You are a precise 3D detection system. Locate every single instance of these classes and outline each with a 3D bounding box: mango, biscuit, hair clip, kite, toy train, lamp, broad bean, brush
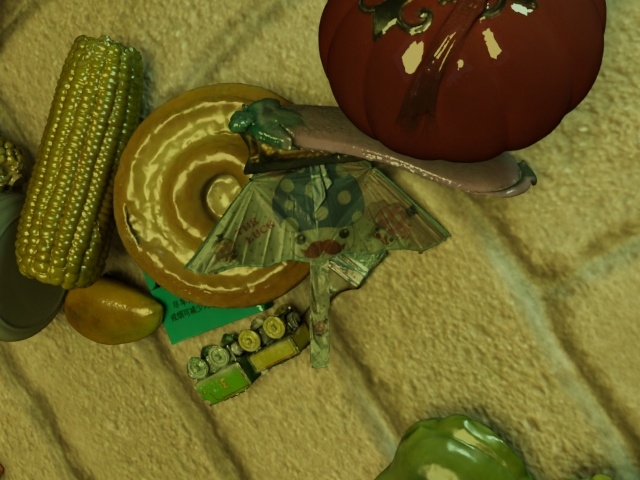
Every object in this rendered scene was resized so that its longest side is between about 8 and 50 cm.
[{"bbox_3d":[-0.301,0.102,1.215,0.187,0.066,0.101,5,107,29],"label":"mango"},{"bbox_3d":[-0.121,-0.057,1.081,0.296,0.102,0.296,0,92,3],"label":"biscuit"},{"bbox_3d":[0.074,-0.108,0.992,0.359,0.110,0.095,4,93,-2],"label":"hair clip"},{"bbox_3d":[0.000,0.000,1.033,0.335,0.011,0.314,-5,92,-9],"label":"kite"},{"bbox_3d":[-0.097,0.157,1.151,0.202,0.060,0.081,-30,95,29],"label":"toy train"},{"bbox_3d":[0.146,-0.224,0.898,0.303,0.257,0.303,-8,56,12],"label":"lamp"},{"bbox_3d":[0.168,0.358,1.055,0.238,0.119,0.291,-12,96,13],"label":"broad bean"},{"bbox_3d":[0.016,0.064,1.124,0.070,0.021,0.196,38,111,11],"label":"brush"}]

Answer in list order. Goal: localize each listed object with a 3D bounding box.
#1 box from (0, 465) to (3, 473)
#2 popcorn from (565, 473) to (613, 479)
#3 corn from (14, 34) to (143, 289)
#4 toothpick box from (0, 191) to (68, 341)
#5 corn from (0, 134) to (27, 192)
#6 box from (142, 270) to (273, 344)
[{"bbox_3d":[-0.716,0.346,1.380,0.341,0.143,0.225,45,110,8],"label":"box"},{"bbox_3d":[0.352,0.373,0.933,0.233,0.192,0.266,34,75,-3],"label":"popcorn"},{"bbox_3d":[-0.318,-0.107,1.142,0.131,0.131,0.344,12,84,19],"label":"corn"},{"bbox_3d":[-0.548,0.016,1.221,0.316,0.229,0.229,8,100,20],"label":"toothpick box"},{"bbox_3d":[-0.549,-0.169,1.273,0.288,0.086,0.086,40,109,15],"label":"corn"},{"bbox_3d":[-0.178,0.014,1.177,0.161,0.042,0.226,-22,90,21],"label":"box"}]
